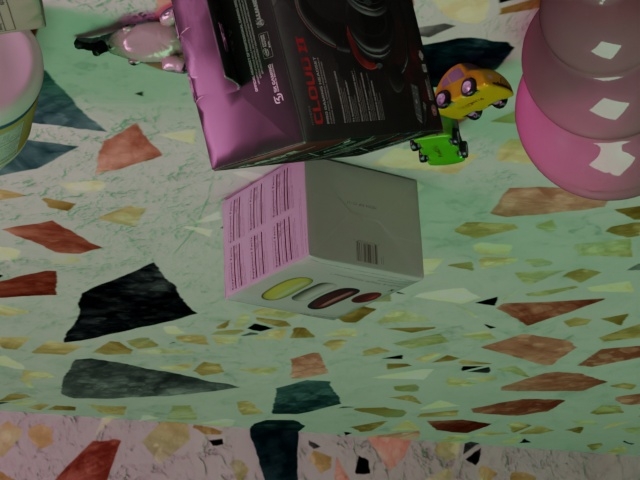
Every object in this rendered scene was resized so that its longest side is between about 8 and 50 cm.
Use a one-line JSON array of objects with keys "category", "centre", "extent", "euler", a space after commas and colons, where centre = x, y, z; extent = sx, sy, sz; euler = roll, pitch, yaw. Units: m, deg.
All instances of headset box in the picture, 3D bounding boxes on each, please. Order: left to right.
[{"category": "headset box", "centre": [-0.021, -0.185, 1.616], "extent": [0.110, 0.218, 0.293], "euler": [-15, 177, 32]}]

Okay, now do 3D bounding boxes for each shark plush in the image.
[{"category": "shark plush", "centre": [-0.191, -0.210, 1.910], "extent": [0.161, 0.073, 0.067], "euler": [-13, -172, 18]}]

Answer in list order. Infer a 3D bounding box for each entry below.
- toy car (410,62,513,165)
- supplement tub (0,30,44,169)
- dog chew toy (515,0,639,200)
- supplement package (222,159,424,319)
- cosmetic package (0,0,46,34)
[{"category": "toy car", "centre": [0.127, -0.150, 2.098], "extent": [0.239, 0.053, 0.225], "euler": [-6, 160, 15]}, {"category": "supplement tub", "centre": [-0.383, -0.157, 1.904], "extent": [0.144, 0.144, 0.200], "euler": [4, 160, -14]}, {"category": "dog chew toy", "centre": [0.301, -0.182, 1.831], "extent": [0.206, 0.207, 0.332], "euler": [-5, 151, 9]}, {"category": "supplement package", "centre": [0.000, 0.000, 2.363], "extent": [0.194, 0.149, 0.203], "euler": [12, 155, -34]}, {"category": "cosmetic package", "centre": [-0.409, -0.252, 1.576], "extent": [0.296, 0.129, 0.153], "euler": [-9, 167, -7]}]
